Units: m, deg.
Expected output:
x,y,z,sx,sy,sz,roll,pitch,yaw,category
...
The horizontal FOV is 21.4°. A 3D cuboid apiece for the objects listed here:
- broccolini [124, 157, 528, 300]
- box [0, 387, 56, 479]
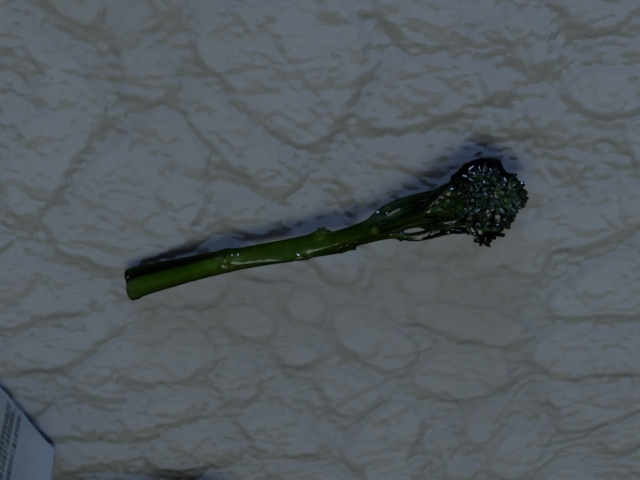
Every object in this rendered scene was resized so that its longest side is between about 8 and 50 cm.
x,y,z,sx,sy,sz,roll,pitch,yaw,category
0.000,-0.001,0.857,0.218,0.042,0.044,-14,135,24,broccolini
-0.233,0.188,0.934,0.139,0.194,0.073,-16,133,18,box
